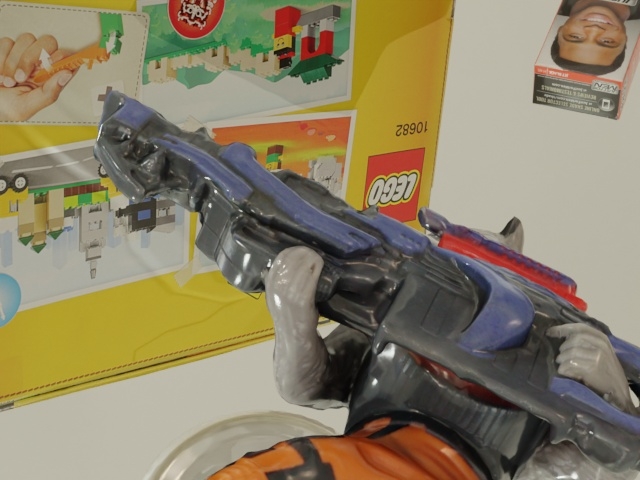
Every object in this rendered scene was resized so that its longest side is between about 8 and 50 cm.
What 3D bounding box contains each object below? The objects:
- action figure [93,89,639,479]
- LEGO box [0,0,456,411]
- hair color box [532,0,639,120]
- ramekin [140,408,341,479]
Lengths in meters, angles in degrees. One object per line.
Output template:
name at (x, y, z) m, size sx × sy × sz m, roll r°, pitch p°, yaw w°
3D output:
action figure at (-0.001, 0.089, 0.651) m, size 0.330 × 0.341 × 0.178 m, roll -48°, pitch -14°, yaw -41°
LEGO box at (-0.137, -0.104, 1.065) m, size 0.193 × 0.500 × 0.372 m, roll 26°, pitch 118°, yaw 44°
hair color box at (0.223, -0.162, 1.097) m, size 0.043 × 0.072 × 0.141 m, roll 85°, pitch -156°, yaw -47°
ramekin at (-0.050, 0.272, 1.180) m, size 0.127 × 0.273 × 0.273 m, roll 100°, pitch 161°, yaw -59°
